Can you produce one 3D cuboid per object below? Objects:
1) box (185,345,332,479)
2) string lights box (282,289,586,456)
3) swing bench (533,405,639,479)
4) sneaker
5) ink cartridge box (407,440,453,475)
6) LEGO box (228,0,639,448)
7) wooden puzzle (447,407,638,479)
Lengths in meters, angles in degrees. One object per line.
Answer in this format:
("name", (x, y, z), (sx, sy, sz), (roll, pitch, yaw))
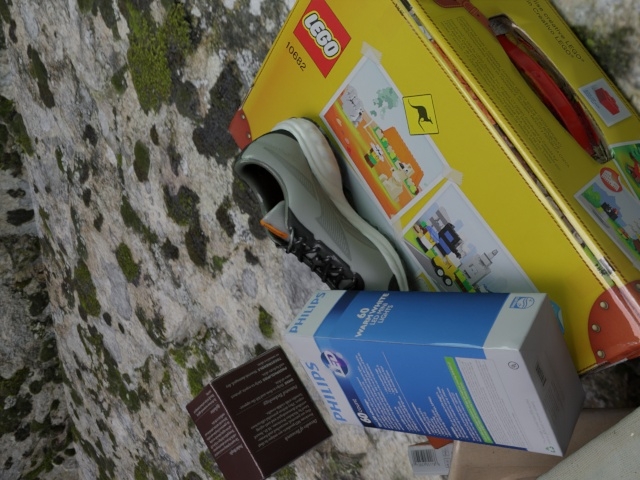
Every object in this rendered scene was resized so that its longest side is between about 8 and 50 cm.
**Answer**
("box", (-0.123, 0.345, 1.490), (0.203, 0.167, 0.168), (58, 144, 10))
("string lights box", (0.103, 0.121, 0.750), (0.259, 0.077, 0.133), (-2, 127, 40))
("swing bench", (0.320, 0.259, 0.648), (0.253, 0.254, 0.165), (-53, 31, 36))
("sneaker", (0.000, 0.000, 0.848), (0.271, 0.108, 0.100), (57, 144, 4))
("ink cartridge box", (0.224, 0.258, 0.992), (0.145, 0.179, 0.045), (-27, 74, 55))
("LEGO box", (0.146, -0.063, 0.883), (0.500, 0.193, 0.372), (57, 144, 11))
("wooden puzzle", (0.288, 0.312, 0.876), (0.080, 0.322, 0.348), (-94, 4, -58))
